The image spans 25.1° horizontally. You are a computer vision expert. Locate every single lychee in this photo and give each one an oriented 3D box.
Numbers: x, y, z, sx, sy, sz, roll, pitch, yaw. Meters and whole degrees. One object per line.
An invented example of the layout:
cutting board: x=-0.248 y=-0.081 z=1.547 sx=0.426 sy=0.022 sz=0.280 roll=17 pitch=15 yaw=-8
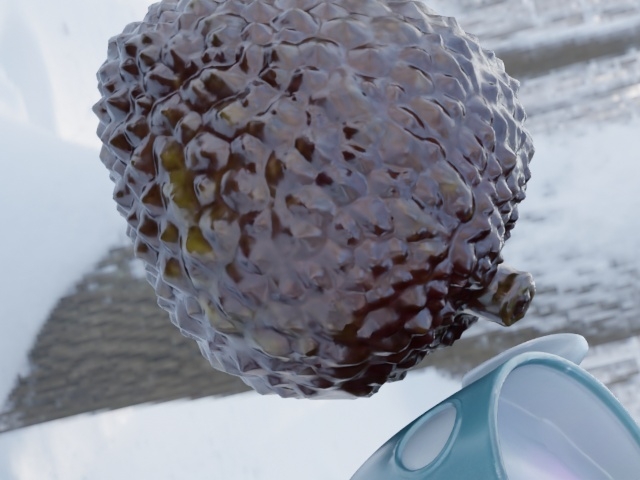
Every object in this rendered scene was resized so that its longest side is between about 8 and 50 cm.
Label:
lychee: x=-0.003 y=-0.033 z=0.788 sx=0.271 sy=0.236 sz=0.236 roll=39 pitch=-4 yaw=19

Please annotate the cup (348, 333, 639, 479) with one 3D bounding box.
cup: x=0.075 y=0.164 z=0.728 sx=0.167 sy=0.173 sz=0.300 roll=45 pitch=35 yaw=-19
